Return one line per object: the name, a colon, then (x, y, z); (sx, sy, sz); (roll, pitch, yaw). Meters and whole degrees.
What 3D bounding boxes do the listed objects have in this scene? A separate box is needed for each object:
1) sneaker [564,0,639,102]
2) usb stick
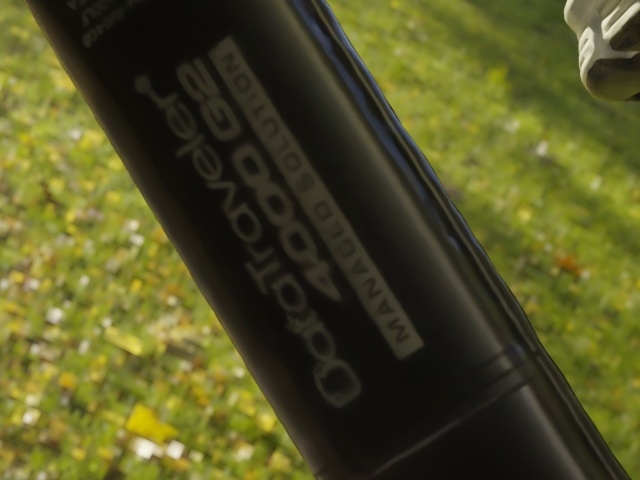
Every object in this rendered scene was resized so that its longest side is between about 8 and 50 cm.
sneaker: (0.111, -0.123, 0.424); (0.081, 0.208, 0.094); (2, 57, -38)
usb stick: (0.000, 0.000, 0.522); (0.278, 0.077, 0.045); (58, 22, 6)
